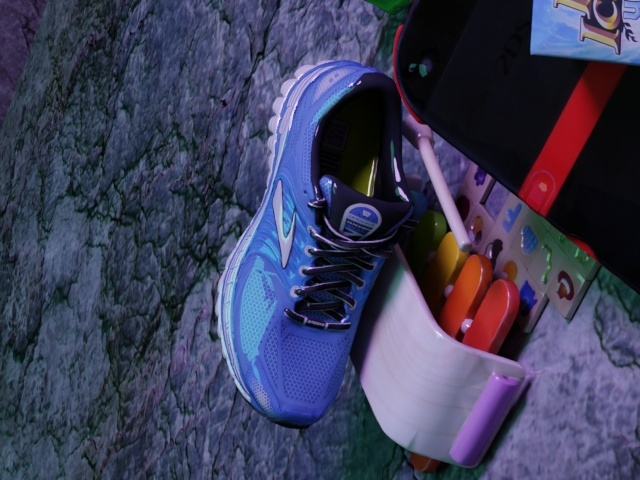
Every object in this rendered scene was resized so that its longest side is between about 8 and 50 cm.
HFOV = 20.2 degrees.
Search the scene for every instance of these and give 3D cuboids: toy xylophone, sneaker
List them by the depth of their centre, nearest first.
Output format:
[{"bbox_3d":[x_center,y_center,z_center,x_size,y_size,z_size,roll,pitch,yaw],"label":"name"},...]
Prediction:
[{"bbox_3d":[0.000,0.000,1.554,0.147,0.130,0.330,180,99,-69],"label":"sneaker"},{"bbox_3d":[0.091,0.040,1.593,0.322,0.081,0.236,-106,34,-45],"label":"toy xylophone"}]

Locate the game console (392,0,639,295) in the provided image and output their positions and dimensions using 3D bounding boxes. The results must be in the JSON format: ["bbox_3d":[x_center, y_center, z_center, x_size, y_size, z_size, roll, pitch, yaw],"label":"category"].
[{"bbox_3d":[0.238,-0.181,1.295,0.342,0.060,0.386,40,121,26],"label":"game console"}]

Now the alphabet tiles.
[{"bbox_3d":[0.191,-0.044,1.533,0.198,0.009,0.237,-64,29,22],"label":"alphabet tiles"}]

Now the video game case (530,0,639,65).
[{"bbox_3d":[0.262,-0.245,1.188,0.244,0.061,0.269,11,105,37],"label":"video game case"}]

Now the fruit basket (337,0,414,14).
[{"bbox_3d":[0.103,-0.399,1.670,0.327,0.165,0.353,173,117,-81],"label":"fruit basket"}]
